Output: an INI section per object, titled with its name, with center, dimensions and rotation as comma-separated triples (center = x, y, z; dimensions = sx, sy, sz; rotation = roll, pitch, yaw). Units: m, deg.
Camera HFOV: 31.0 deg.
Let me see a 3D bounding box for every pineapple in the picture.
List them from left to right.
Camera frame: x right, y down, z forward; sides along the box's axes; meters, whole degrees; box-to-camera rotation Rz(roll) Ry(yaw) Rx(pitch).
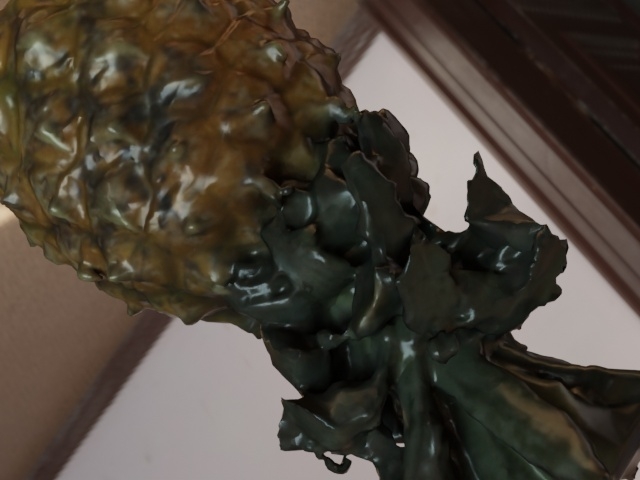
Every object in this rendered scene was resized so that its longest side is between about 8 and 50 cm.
[pineapple]
center = 0.000, 0.001, 0.378
dimensions = 0.128, 0.248, 0.128
rotation = -44, 157, -23
